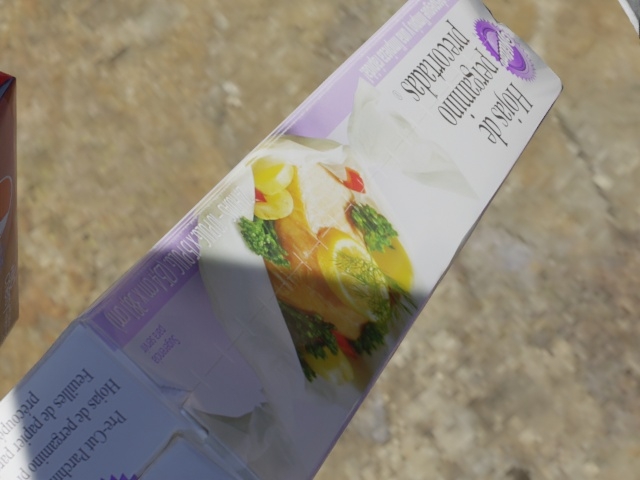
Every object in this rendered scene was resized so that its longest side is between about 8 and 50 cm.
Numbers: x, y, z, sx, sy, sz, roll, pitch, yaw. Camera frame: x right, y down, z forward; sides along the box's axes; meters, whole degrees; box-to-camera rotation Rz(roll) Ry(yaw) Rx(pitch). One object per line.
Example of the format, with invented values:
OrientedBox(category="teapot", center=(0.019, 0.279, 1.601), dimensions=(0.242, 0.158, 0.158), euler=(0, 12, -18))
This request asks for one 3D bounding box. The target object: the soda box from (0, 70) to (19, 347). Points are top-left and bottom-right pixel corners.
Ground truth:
OrientedBox(category="soda box", center=(-0.234, -0.005, 1.119), dimensions=(0.092, 0.083, 0.263), euler=(22, 147, 5))

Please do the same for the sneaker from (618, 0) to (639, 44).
OrientedBox(category="sneaker", center=(0.225, -0.158, 1.062), dimensions=(0.121, 0.111, 0.300), euler=(-40, 97, -39))

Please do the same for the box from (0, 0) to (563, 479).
OrientedBox(category="box", center=(0.000, 0.000, 0.544), dimensions=(0.063, 0.324, 0.067), euler=(44, 116, -2))
